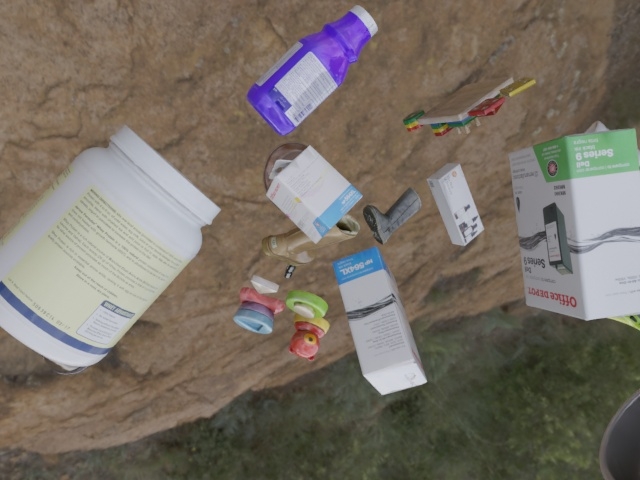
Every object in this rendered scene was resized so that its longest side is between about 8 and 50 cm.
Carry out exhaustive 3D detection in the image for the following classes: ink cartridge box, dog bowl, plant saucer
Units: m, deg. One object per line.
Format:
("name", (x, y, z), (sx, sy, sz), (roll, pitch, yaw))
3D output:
("ink cartridge box", (0.429, -0.025, 0.996), (0.121, 0.289, 0.211), (-7, -179, -6))
("ink cartridge box", (-0.019, -0.084, 1.011), (0.090, 0.143, 0.092), (-45, 180, -23))
("dog bowl", (0.701, 0.397, 1.154), (0.349, 0.102, 0.349), (-49, -179, 1))
("plant saucer", (-0.064, -0.168, 1.602), (0.198, 0.198, 0.036), (-55, 163, 26))
("ink cartridge box", (0.099, 0.136, 0.983), (0.086, 0.203, 0.148), (-19, 149, 9))

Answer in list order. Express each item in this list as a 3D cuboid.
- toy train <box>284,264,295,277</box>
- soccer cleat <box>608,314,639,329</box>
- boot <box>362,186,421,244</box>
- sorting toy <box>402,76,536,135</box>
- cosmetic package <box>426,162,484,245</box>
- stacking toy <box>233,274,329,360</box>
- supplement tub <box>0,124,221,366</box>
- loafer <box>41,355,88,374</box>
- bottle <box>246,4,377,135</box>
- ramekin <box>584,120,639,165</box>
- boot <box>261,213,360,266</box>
("toy train", (-0.101, 0.087, 2.059), (0.027, 0.036, 0.158), (3, 152, -14))
("soccer cleat", (0.674, 0.139, 1.362), (0.289, 0.121, 0.093), (12, 103, -1))
("boot", (0.250, -0.108, 2.021), (0.208, 0.076, 0.190), (-40, 138, -13))
("sorting toy", (0.271, -0.237, 1.068), (0.132, 0.274, 0.046), (-37, 109, -16))
("cosmetic package", (0.417, -0.110, 1.816), (0.099, 0.060, 0.239), (-38, 115, -23))
("stacking toy", (-0.124, 0.248, 1.833), (0.309, 0.130, 0.279), (19, 153, 1))
("supplement tub", (-0.338, 0.006, 0.929), (0.325, 0.235, 0.235), (-48, 144, -3))
("loafer", (-0.513, 0.093, 1.233), (0.133, 0.366, 0.130), (-2, 169, -10))
("bottle", (-0.012, -0.338, 1.161), (0.283, 0.092, 0.118), (-44, 131, 2))
("ramekin", (0.675, -0.148, 1.494), (0.277, 0.135, 0.277), (-56, 171, -14))
("boot", (0.000, 0.000, 1.706), (0.269, 0.089, 0.236), (-18, 167, 33))
